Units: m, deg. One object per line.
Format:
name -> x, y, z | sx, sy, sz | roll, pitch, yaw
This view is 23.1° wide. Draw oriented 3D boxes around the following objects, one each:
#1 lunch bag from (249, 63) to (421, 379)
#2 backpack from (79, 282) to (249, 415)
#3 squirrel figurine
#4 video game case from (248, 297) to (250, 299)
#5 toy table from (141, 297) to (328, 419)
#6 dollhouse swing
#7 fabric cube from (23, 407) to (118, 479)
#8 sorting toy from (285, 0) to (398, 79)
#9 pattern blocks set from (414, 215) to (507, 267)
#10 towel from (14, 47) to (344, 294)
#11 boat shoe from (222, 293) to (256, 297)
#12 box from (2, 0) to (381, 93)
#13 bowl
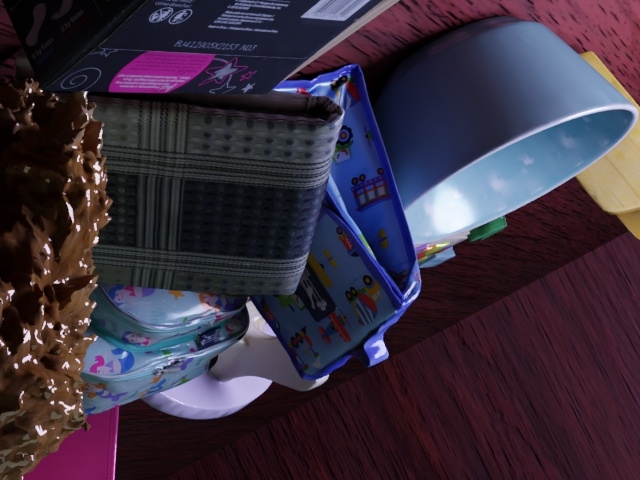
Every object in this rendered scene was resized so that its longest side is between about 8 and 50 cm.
lunch bag -> 0.000, 0.000, 1.660 | 0.138, 0.293, 0.221 | -16, 163, -36
backpack -> -0.216, 0.055, 1.624 | 0.253, 0.225, 0.191 | -20, 162, -34
squirrel figurine -> -0.306, 0.041, 1.107 | 0.396, 0.281, 0.370 | -16, -154, 16
video game case -> -0.042, 0.009, 2.111 | 0.269, 0.061, 0.244 | -30, 166, 17
toy table -> -0.108, 0.098, 1.900 | 0.161, 0.252, 0.274 | -40, 177, 32
dollhouse swing -> 0.320, -0.060, 2.090 | 0.305, 0.315, 0.347 | -39, 165, 9
fabric cube -> -0.376, 0.240, 1.798 | 0.258, 0.254, 0.259 | 5, 158, -14
sorting toy -> -0.062, -0.199, 1.364 | 0.229, 0.041, 0.307 | -27, 167, 27
pattern blocks set -> 0.110, 0.013, 2.142 | 0.324, 0.026, 0.285 | -9, 164, -38
towel -> -0.159, -0.051, 1.391 | 0.324, 0.056, 0.312 | 5, 150, -6
boat shoe -> -0.137, -0.066, 1.500 | 0.110, 0.104, 0.307 | -12, 141, 20
box -> -0.086, -0.202, 1.077 | 0.163, 0.142, 0.247 | -36, 164, 32
bowl -> 0.179, -0.136, 1.752 | 0.311, 0.163, 0.311 | -25, 167, -6
